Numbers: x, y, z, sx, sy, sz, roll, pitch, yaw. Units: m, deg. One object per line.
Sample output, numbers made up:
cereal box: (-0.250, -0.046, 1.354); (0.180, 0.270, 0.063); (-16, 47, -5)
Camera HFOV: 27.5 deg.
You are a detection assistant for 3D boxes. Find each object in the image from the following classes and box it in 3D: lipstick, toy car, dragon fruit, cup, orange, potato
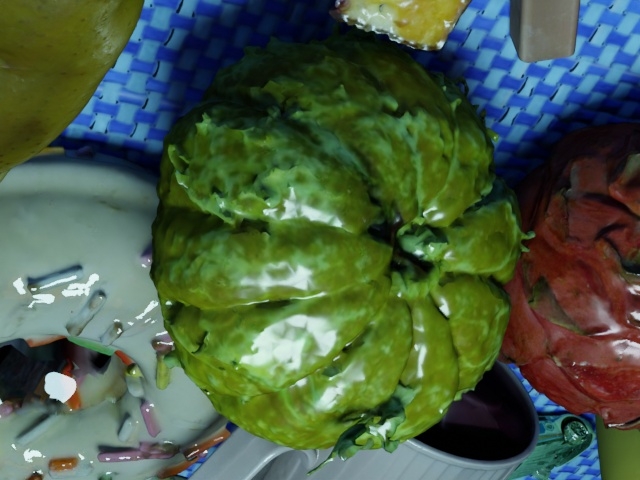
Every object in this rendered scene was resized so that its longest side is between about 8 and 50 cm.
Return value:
lipstick: (0.160, -0.196, 0.925); (0.045, 0.045, 0.145); (-10, 136, -3)
toy car: (0.204, 0.217, 1.362); (0.186, 0.058, 0.093); (-5, 141, -33)
dragon fruit: (0.247, 0.025, 1.043); (0.241, 0.241, 0.252); (-7, 123, -2)
cup: (0.025, 0.214, 1.145); (0.208, 0.288, 0.273); (38, 118, 10)
orange: (0.000, 0.000, 0.942); (0.223, 0.300, 0.301); (2, 119, 47)
potato: (-0.217, -0.162, 0.809); (0.196, 0.176, 0.369); (7, 143, -24)

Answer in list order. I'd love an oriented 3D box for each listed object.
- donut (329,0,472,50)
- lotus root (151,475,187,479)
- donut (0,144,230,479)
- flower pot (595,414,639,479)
donut: (0.007, -0.212, 0.852); (0.217, 0.085, 0.141); (16, 131, -27)
lotus root: (-0.212, 0.376, 1.397); (0.260, 0.149, 0.267); (6, 138, -15)
donut: (-0.229, 0.091, 1.091); (0.383, 0.142, 0.382); (-4, 137, -4)
flower pot: (0.354, 0.192, 1.274); (0.195, 0.179, 0.195); (-5, 139, -5)
